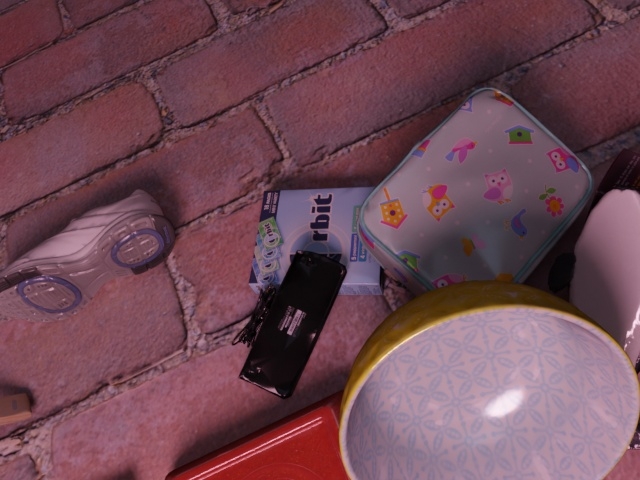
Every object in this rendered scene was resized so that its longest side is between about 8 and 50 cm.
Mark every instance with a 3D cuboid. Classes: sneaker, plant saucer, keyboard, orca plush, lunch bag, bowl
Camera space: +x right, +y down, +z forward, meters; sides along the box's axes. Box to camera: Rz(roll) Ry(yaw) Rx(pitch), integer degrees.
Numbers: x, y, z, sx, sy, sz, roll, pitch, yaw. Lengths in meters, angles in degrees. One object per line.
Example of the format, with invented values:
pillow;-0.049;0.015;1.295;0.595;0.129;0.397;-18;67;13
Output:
sneaker;-0.365;0.023;0.920;0.297;0.111;0.129;-25;42;-6
plant saucer;-0.041;0.314;0.644;0.259;0.048;0.259;-25;52;0
keyboard;-0.045;0.103;0.799;0.100;0.038;0.192;25;84;3
orca plush;0.360;0.086;0.688;0.151;0.102;0.288;-19;74;46
lunch bag;0.194;-0.035;0.773;0.224;0.108;0.279;44;80;6
bowl;0.156;0.148;0.636;0.289;0.290;0.156;-16;27;4

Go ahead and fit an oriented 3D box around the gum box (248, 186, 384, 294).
gum box;0.000;0.000;0.863;0.184;0.041;0.157;-1;61;12

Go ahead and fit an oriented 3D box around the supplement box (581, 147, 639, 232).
supplement box;0.432;-0.020;0.730;0.188;0.104;0.081;30;70;27

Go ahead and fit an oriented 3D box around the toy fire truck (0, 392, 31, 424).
toy fire truck;-0.495;0.308;0.761;0.246;0.158;0.217;-45;59;-1
